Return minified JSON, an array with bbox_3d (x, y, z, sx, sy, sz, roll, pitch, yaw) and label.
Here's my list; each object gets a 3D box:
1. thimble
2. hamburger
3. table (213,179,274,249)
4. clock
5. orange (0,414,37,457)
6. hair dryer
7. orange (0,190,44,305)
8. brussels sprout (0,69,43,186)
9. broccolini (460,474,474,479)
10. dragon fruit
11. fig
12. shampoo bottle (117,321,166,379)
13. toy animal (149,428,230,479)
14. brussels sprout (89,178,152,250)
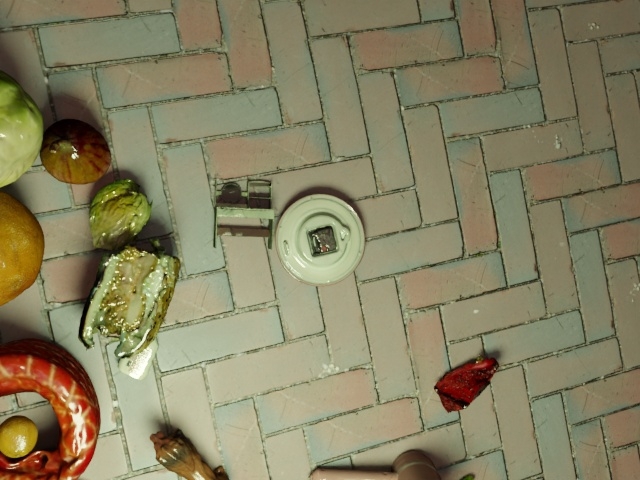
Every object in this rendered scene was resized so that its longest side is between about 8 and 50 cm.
[{"bbox_3d":[-0.666,0.402,1.536,0.351,0.230,0.349,0,89,-15],"label":"thimble"},{"bbox_3d":[-0.439,0.130,1.629,0.168,0.192,0.287,19,85,-1],"label":"hamburger"},{"bbox_3d":[-0.194,-0.067,1.759,0.146,0.062,0.175,1,92,-16],"label":"table"},{"bbox_3d":[0.000,0.000,1.815,0.245,0.056,0.244,0,89,-16],"label":"clock"},{"bbox_3d":[-0.611,0.394,1.396,0.085,0.085,0.084,0,89,-16],"label":"orange"},{"bbox_3d":[0.141,0.636,1.788,0.353,0.210,0.125,3,94,-1],"label":"hair dryer"},{"bbox_3d":[-0.737,0.013,1.512,0.264,0.264,0.264,0,89,-16],"label":"orange"},{"bbox_3d":[-0.741,-0.242,1.490,0.274,0.316,0.242,-26,138,-21],"label":"brussels sprout"},{"bbox_3d":[0.336,0.710,1.902,0.216,0.067,0.058,-32,136,-14],"label":"broccolini"},{"bbox_3d":[0.405,0.379,1.898,0.192,0.122,0.092,-35,84,-11],"label":"dragon fruit"},{"bbox_3d":[-0.576,-0.218,1.602,0.149,0.202,0.148,29,64,21],"label":"fig"},{"bbox_3d":[-0.430,0.259,1.697,0.077,0.045,0.151,28,84,-12],"label":"shampoo bottle"},{"bbox_3d":[-0.300,0.568,1.675,0.097,0.157,0.312,-44,99,-11],"label":"toy animal"},{"bbox_3d":[-0.481,-0.060,1.662,0.139,0.100,0.180,23,85,-4],"label":"brussels sprout"}]
